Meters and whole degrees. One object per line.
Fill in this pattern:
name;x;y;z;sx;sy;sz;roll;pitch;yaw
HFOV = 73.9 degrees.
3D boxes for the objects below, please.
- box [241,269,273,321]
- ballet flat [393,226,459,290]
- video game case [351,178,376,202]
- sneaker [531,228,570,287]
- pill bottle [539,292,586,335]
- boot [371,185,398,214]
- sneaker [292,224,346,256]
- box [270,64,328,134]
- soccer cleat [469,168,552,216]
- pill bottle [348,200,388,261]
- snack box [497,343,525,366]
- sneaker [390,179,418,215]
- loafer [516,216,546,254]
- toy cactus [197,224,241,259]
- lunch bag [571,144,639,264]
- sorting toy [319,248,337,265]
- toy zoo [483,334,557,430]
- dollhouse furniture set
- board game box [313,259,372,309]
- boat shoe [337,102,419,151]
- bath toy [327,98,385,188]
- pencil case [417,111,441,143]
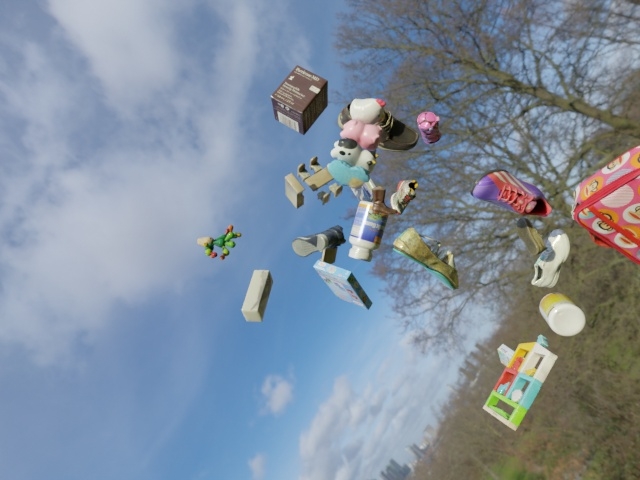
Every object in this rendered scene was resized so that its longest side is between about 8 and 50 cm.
box;-0.337;0.296;2.301;0.113;0.094;0.275;77;-163;-46
ballet flat;0.399;0.063;1.495;0.348;0.123;0.123;32;-89;-29
video game case;0.226;-0.300;2.320;0.023;0.212;0.193;-21;-18;-22
sneaker;0.794;0.064;1.483;0.094;0.080;0.212;3;-77;-20
pill bottle;0.877;0.262;1.559;0.117;0.117;0.215;-64;-11;15
boot;0.254;-0.159;1.675;0.037;0.106;0.114;-79;-11;-66
sneaker;0.001;0.002;1.739;0.163;0.226;0.086;-23;-81;-40
box;-0.088;-0.614;1.873;0.203;0.168;0.167;-56;-13;-16
soccer cleat;0.585;-0.136;1.293;0.318;0.116;0.108;6;-52;-35
pill bottle;0.225;-0.041;2.031;0.152;0.152;0.272;11;-86;-63
snack box;0.761;0.477;1.650;0.037;0.141;0.100;-37;-54;-12
sneaker;0.408;-0.216;2.064;0.088;0.092;0.225;46;-126;-31
loafer;0.712;-0.014;1.440;0.050;0.148;0.056;2;-32;-17
toy cactus;-0.448;0.005;1.819;0.219;0.180;0.112;-57;-35;-49
lunch bag;0.766;-0.065;1.015;0.258;0.293;0.120;-49;13;51
sorting toy;0.040;0.068;2.401;0.132;0.046;0.274;-23;-50;-50
toy zoo;0.621;0.424;1.316;0.293;0.030;0.192;-57;-4;-6
dollhouse furniture set;-0.042;-0.283;2.049;0.242;0.212;0.161;-33;-18;-16
board game box;0.083;0.164;1.549;0.039;0.160;0.211;-54;-44;-21
boat shoe;0.246;-0.474;1.783;0.130;0.355;0.132;112;174;-75
bath toy;0.144;-0.341;1.419;0.151;0.129;0.348;38;-123;-33
pencil case;0.520;-0.527;2.010;0.209;0.098;0.095;17;-118;-69
